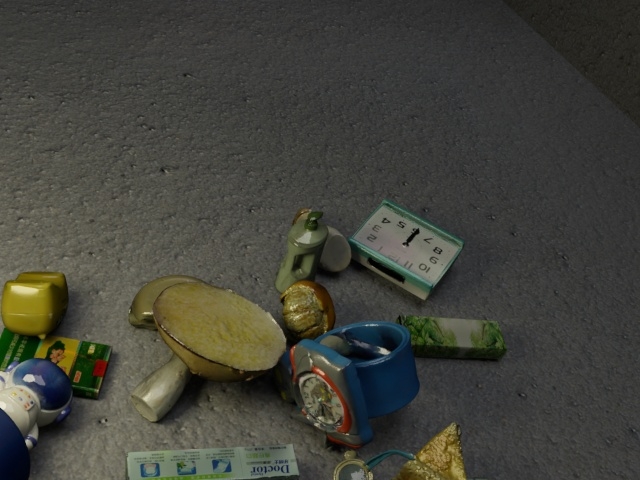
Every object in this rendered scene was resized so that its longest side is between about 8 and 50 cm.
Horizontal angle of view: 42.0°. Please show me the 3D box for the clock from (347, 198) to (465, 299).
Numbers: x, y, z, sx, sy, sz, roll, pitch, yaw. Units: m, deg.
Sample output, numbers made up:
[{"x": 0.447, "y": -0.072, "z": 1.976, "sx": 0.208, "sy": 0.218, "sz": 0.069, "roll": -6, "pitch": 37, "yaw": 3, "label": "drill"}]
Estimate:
[{"x": 0.225, "y": 0.034, "z": 2.267, "sx": 0.262, "sy": 0.116, "sz": 0.231, "roll": 29, "pitch": 47, "yaw": 15, "label": "clock"}]

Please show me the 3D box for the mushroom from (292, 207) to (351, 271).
[{"x": 0.000, "y": 0.000, "z": 2.232, "sx": 0.093, "sy": 0.116, "sz": 0.225, "roll": 10, "pitch": 19, "yaw": -32, "label": "mushroom"}]

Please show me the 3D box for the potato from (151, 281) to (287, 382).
[{"x": -0.225, "y": 0.211, "z": 1.806, "sx": 0.299, "sy": 0.116, "sz": 0.239, "roll": 26, "pitch": 38, "yaw": 2, "label": "potato"}]

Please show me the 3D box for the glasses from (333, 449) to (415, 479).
[{"x": 0.084, "y": 0.492, "z": 1.639, "sx": 0.190, "sy": 0.221, "sz": 0.088, "roll": -29, "pitch": 96, "yaw": -40, "label": "glasses"}]

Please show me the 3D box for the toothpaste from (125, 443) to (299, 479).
[{"x": -0.214, "y": 0.461, "z": 1.655, "sx": 0.337, "sy": 0.067, "sz": 0.081, "roll": 2, "pitch": 42, "yaw": -18, "label": "toothpaste"}]

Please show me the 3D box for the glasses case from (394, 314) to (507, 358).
[{"x": 0.323, "y": 0.246, "z": 2.089, "sx": 0.272, "sy": 0.062, "sz": 0.095, "roll": 5, "pitch": 48, "yaw": -13, "label": "glasses case"}]

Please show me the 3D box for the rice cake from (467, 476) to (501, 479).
[{"x": 0.360, "y": 0.586, "z": 1.733, "sx": 0.124, "sy": 0.038, "sz": 0.211, "roll": 8, "pitch": 40, "yaw": -11, "label": "rice cake"}]

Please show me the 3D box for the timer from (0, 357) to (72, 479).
[{"x": -0.602, "y": 0.342, "z": 1.546, "sx": 0.270, "sy": 0.270, "sz": 0.383, "roll": 24, "pitch": 27, "yaw": 8, "label": "timer"}]

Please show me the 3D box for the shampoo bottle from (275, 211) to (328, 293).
[{"x": -0.042, "y": 0.024, "z": 2.078, "sx": 0.087, "sy": 0.234, "sz": 0.118, "roll": 38, "pitch": 44, "yaw": 23, "label": "shampoo bottle"}]

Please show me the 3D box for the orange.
[{"x": -0.036, "y": 0.174, "z": 1.986, "sx": 0.156, "sy": 0.134, "sz": 0.156, "roll": 30, "pitch": 51, "yaw": -45, "label": "orange"}]

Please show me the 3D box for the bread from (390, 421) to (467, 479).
[{"x": 0.265, "y": 0.476, "z": 1.747, "sx": 0.169, "sy": 0.140, "sz": 0.160, "roll": 32, "pitch": 53, "yaw": 11, "label": "bread"}]

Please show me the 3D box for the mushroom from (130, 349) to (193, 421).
[{"x": -0.319, "y": 0.287, "z": 1.803, "sx": 0.081, "sy": 0.092, "sz": 0.223, "roll": 56, "pitch": 40, "yaw": -21, "label": "mushroom"}]

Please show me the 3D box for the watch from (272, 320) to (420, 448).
[{"x": 0.058, "y": 0.292, "z": 1.848, "sx": 0.275, "sy": 0.241, "sz": 0.305, "roll": -26, "pitch": 23, "yaw": -36, "label": "watch"}]

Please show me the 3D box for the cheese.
[{"x": -0.343, "y": 0.158, "z": 1.934, "sx": 0.203, "sy": 0.091, "sz": 0.175, "roll": 0, "pitch": 44, "yaw": -17, "label": "cheese"}]

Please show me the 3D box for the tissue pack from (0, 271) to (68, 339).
[{"x": -0.617, "y": 0.139, "z": 1.806, "sx": 0.123, "sy": 0.127, "sz": 0.178, "roll": 4, "pitch": 6, "yaw": -5, "label": "tissue pack"}]

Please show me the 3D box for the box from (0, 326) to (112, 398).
[{"x": -0.575, "y": 0.261, "z": 1.778, "sx": 0.235, "sy": 0.034, "sz": 0.132, "roll": 10, "pitch": 40, "yaw": -7, "label": "box"}]
